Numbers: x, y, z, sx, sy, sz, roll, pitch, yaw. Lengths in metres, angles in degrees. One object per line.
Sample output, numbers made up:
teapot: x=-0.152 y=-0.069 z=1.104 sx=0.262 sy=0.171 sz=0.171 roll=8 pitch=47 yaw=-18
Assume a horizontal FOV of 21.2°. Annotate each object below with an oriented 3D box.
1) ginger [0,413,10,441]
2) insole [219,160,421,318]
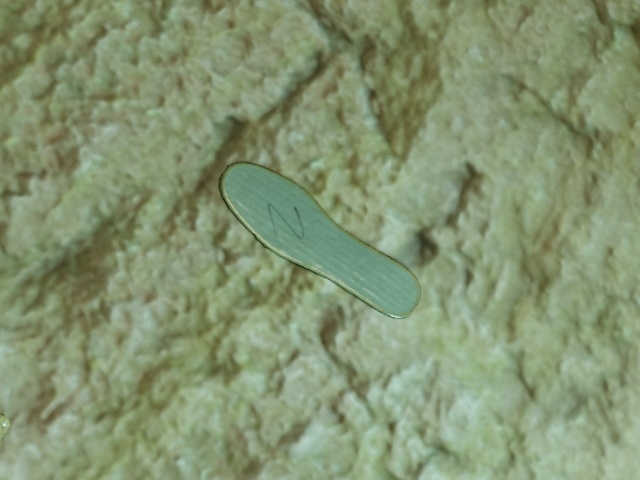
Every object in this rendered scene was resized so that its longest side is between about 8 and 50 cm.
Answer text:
ginger: x=-0.292 y=0.157 z=1.119 sx=0.190 sy=0.069 sz=0.095 roll=-35 pitch=82 yaw=-29
insole: x=0.000 y=0.000 z=1.347 sx=0.188 sy=0.004 sz=0.064 roll=34 pitch=62 yaw=-8
